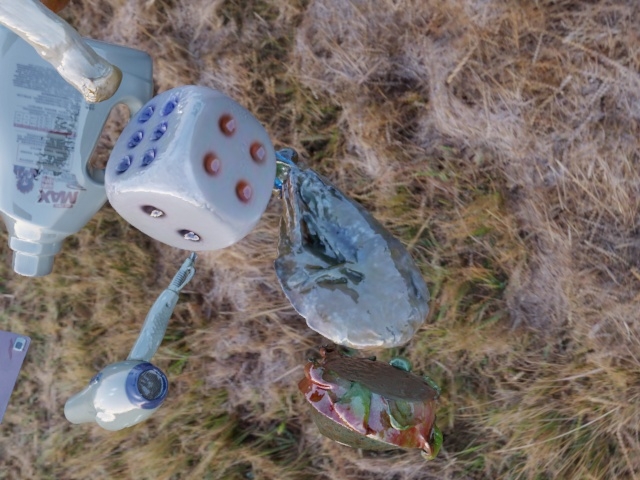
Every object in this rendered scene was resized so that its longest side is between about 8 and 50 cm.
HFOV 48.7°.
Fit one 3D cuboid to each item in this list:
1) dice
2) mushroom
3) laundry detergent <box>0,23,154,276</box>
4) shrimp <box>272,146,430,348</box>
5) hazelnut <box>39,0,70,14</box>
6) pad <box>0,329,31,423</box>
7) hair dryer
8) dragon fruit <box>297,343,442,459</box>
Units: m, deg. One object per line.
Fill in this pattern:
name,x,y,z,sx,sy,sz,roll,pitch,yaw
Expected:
dice,-0.193,-0.106,1.075,0.194,0.192,0.193,-5,59,39
mushroom,-0.333,-0.250,0.875,0.059,0.202,0.054,-49,31,-6
laundry detergent,-0.428,-0.134,1.159,0.124,0.264,0.398,34,114,57
shrimp,0.000,0.000,1.171,0.221,0.110,0.446,-27,64,-25
hazelnut,-0.559,-0.530,1.352,0.178,0.178,0.204,-13,116,23
pad,-0.464,0.147,0.857,0.187,0.006,0.113,17,72,-11
hair dryer,-0.203,0.115,0.746,0.167,0.067,0.199,-32,32,31
dragon fruit,0.086,0.276,1.227,0.268,0.295,0.130,20,99,30
